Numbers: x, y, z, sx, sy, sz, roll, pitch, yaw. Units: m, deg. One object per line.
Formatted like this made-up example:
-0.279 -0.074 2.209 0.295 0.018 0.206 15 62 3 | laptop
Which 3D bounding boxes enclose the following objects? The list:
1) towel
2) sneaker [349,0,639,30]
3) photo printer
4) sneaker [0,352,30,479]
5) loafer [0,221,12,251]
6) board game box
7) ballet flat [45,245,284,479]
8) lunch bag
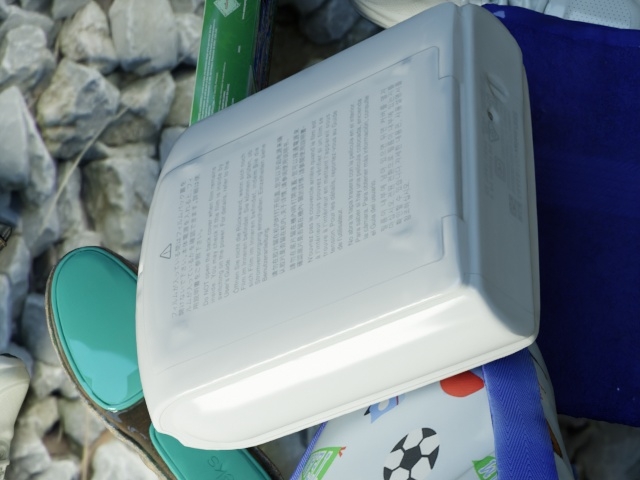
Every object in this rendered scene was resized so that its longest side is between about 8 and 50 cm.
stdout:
0.206 -0.014 1.440 0.228 0.076 0.308 9 80 -5 | towel
0.117 -0.203 1.525 0.292 0.169 0.108 17 84 28 | sneaker
0.000 0.000 1.314 0.307 0.107 0.256 -24 49 32 | photo printer
-0.324 0.236 1.695 0.118 0.110 0.292 34 103 22 | sneaker
-0.359 -0.027 1.801 0.170 0.062 0.061 38 74 26 | loafer
-0.077 -0.091 1.576 0.046 0.213 0.317 6 80 1 | board game box
-0.133 0.145 1.605 0.107 0.106 0.316 -31 67 -8 | ballet flat
0.069 0.271 1.274 0.239 0.328 0.385 18 115 -10 | lunch bag
